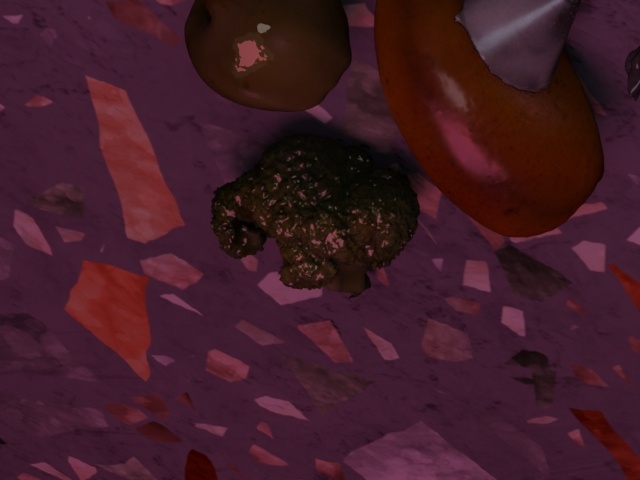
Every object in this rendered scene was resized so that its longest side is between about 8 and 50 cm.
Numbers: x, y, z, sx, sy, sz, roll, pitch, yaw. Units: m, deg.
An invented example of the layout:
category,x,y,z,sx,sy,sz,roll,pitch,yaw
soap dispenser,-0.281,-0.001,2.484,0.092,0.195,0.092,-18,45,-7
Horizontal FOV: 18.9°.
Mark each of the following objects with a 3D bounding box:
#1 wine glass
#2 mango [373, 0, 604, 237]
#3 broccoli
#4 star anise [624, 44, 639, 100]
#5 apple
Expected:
category,x,y,z,sx,sy,sz,roll,pitch,yaw
wine glass,0.274,-0.266,1.993,0.156,0.156,0.232,38,138,-22
mango,0.183,-0.163,2.162,0.201,0.199,0.350,-33,109,18
broccoli,-0.022,-0.003,2.482,0.254,0.186,0.302,19,142,-7
star anise,0.422,-0.210,1.944,0.359,0.139,0.316,-32,153,28
apple,-0.062,-0.239,2.185,0.200,0.200,0.200,15,146,11
